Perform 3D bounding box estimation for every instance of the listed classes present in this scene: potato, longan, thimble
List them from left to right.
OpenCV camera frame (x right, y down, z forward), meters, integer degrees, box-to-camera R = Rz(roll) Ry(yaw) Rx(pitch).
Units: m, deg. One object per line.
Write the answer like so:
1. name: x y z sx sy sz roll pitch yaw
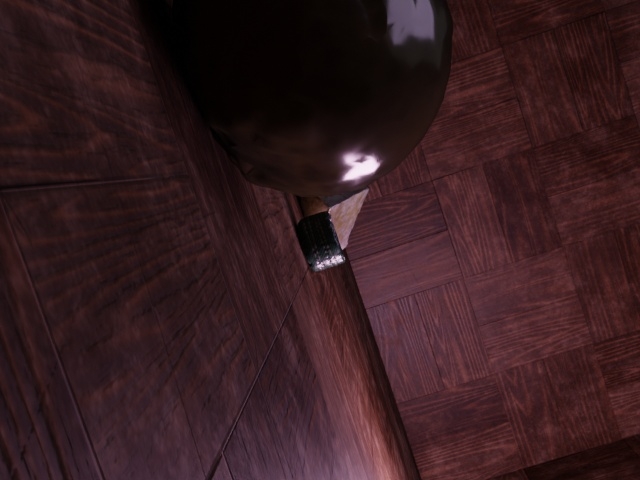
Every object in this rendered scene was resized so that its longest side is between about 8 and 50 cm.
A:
1. potato: -0.010 -0.094 2.277 0.189 0.211 0.264 37 -47 20
2. longan: -0.005 -0.280 1.147 0.436 0.404 0.404 55 17 -63
3. thimble: 0.000 0.002 1.963 0.118 0.090 0.135 14 58 -85
